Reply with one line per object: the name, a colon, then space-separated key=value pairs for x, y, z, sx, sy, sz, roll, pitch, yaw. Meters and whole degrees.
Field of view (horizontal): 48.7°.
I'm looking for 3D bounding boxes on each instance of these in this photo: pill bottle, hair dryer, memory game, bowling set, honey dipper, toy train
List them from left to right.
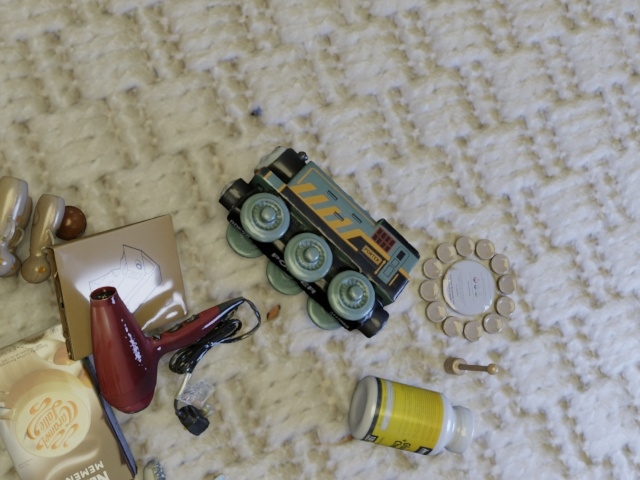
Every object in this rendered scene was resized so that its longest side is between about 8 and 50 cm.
bowling set: x=-0.427 y=0.007 z=1.002 sx=0.200 sy=0.287 sz=0.154 roll=18 pitch=80 yaw=-43
hair dryer: x=-0.229 y=0.146 z=1.027 sx=0.293 sy=0.080 sz=0.223 roll=39 pitch=71 yaw=-49
toy train: x=0.000 y=0.000 z=1.127 sx=0.334 sy=0.142 sz=0.190 roll=42 pitch=64 yaw=-3
pill bottle: x=0.146 y=0.285 z=1.132 sx=0.184 sy=0.103 sz=0.103 roll=16 pitch=79 yaw=-10
memory game: x=0.258 y=0.083 z=1.231 sx=0.186 sy=0.012 sz=0.186 roll=2 pitch=83 yaw=-13
honey dipper: x=0.241 y=0.204 z=1.135 sx=0.030 sy=0.161 sz=0.030 roll=2 pitch=82 yaw=-12

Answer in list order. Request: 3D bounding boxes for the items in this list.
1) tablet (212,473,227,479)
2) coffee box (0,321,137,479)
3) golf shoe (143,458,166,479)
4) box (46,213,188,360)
tablet: x=-0.170 y=0.408 z=1.093 sx=0.083 sy=0.006 sz=0.054 roll=-38 pitch=92 yaw=-14
coffee box: x=-0.377 y=0.256 z=1.016 sx=0.141 sy=0.098 sz=0.246 roll=-25 pitch=89 yaw=-16
golf shoe: x=-0.259 y=0.417 z=1.042 sx=0.086 sy=0.069 sz=0.176 roll=-6 pitch=83 yaw=-8
box: x=-0.287 y=0.062 z=1.026 sx=0.201 sy=0.021 sz=0.164 roll=-20 pitch=109 yaw=-47
